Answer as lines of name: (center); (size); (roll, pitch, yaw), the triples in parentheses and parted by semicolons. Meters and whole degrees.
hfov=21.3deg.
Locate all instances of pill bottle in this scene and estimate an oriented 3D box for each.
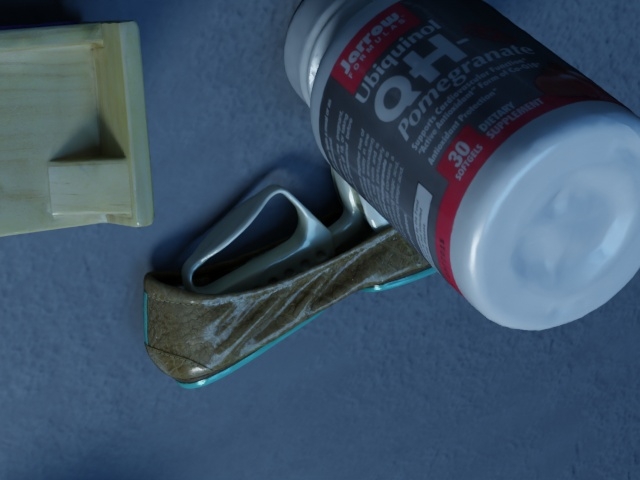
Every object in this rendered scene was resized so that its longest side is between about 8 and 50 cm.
pill bottle: (0.101, -0.086, 1.276); (0.176, 0.318, 0.176); (-17, 128, -23)

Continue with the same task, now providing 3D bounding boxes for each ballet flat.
ballet flat: (0.000, 0.000, 1.434); (0.342, 0.116, 0.124); (-25, 112, -11)

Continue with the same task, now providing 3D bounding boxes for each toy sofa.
toy sofa: (-0.308, -0.065, 1.154); (0.363, 0.177, 0.150); (-9, 99, -31)
